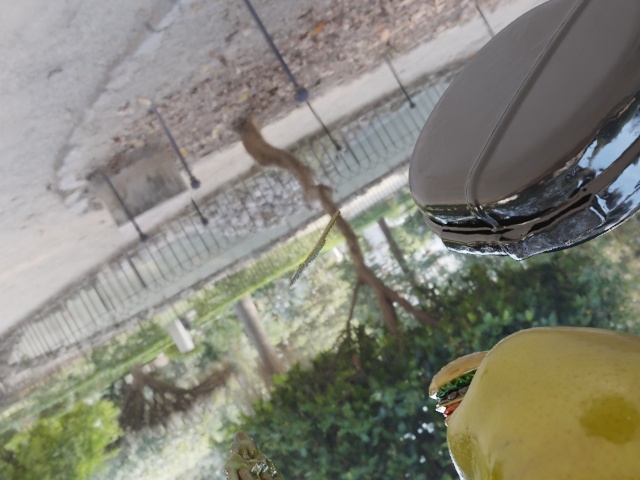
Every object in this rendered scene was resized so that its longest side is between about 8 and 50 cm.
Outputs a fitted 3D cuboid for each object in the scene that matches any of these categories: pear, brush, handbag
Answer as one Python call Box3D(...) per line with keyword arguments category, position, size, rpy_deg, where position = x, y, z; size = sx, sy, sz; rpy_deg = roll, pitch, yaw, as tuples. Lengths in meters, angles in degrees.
Box3D(category="pear", position=(0.362, 0.285, 0.879), size=(0.362, 0.418, 0.362), rpy_deg=(-28, 134, -33))
Box3D(category="brush", position=(0.000, 0.000, 1.229), size=(0.082, 0.010, 0.218), rpy_deg=(-50, -175, 34))
Box3D(category="handbag", position=(0.185, -0.100, 0.598), size=(0.254, 0.093, 0.308), rpy_deg=(-56, -163, -9))

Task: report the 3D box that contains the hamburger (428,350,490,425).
Box3D(category="hamburger", position=(0.270, 0.263, 1.248), size=(0.162, 0.115, 0.162), rpy_deg=(-17, 153, -9))

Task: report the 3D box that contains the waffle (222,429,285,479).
Box3D(category="waffle", position=(-0.076, 0.392, 1.021), size=(0.054, 0.223, 0.204), rpy_deg=(-24, -158, 11))
